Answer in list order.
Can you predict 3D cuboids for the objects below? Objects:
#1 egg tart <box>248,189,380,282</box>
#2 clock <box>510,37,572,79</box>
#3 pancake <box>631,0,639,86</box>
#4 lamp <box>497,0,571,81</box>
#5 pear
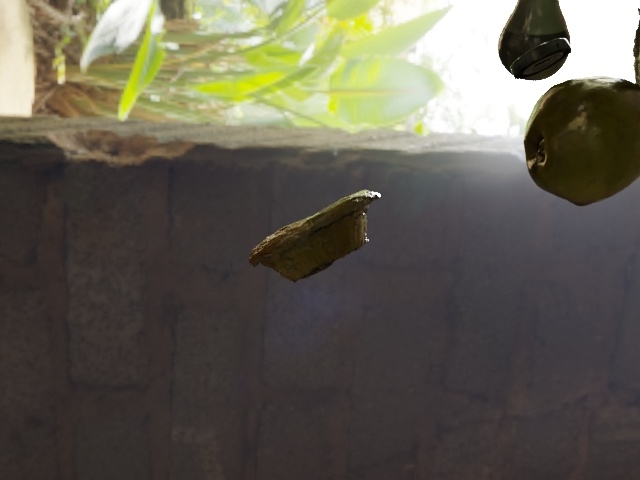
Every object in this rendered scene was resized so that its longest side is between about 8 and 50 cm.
[{"bbox_3d":[0.000,0.000,1.728,0.120,0.315,0.315,61,-9,0],"label":"egg tart"},{"bbox_3d":[0.297,-0.245,1.103,0.085,0.085,0.017,123,-55,-76],"label":"clock"},{"bbox_3d":[0.809,-0.478,1.991,0.282,0.049,0.283,-2,90,-83],"label":"pancake"},{"bbox_3d":[0.546,-0.540,2.013,0.182,0.181,0.314,-96,-170,-45],"label":"lamp"},{"bbox_3d":[0.631,-0.242,1.840,0.287,0.375,0.287,159,-90,-80],"label":"pear"}]
